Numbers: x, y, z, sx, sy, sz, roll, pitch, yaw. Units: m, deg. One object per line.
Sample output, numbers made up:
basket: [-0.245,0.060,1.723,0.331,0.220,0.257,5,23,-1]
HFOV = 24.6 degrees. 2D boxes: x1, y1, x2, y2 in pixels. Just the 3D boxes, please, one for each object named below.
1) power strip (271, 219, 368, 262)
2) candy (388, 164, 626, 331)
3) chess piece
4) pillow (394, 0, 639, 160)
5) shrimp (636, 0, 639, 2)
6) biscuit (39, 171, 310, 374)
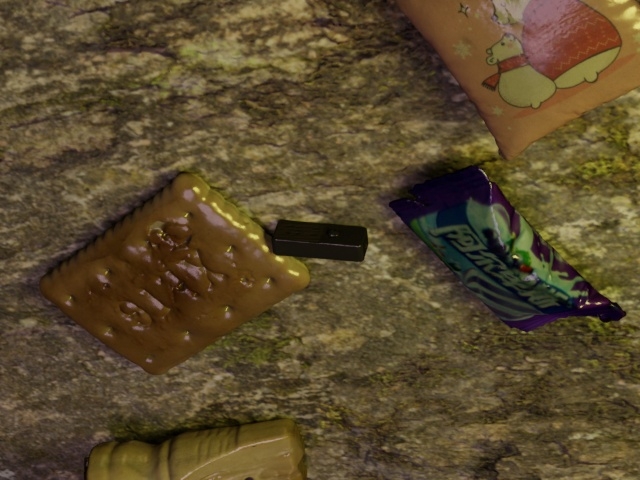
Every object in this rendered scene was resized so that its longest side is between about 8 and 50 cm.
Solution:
power strip: [0.000,0.000,1.708,0.111,0.038,0.029,4,133,11]
candy: [0.208,0.020,1.645,0.275,0.070,0.145,42,139,-25]
chess piece: [-0.164,0.314,2.026,0.300,0.137,0.137,-13,129,14]
pillow: [0.214,-0.204,1.402,0.236,0.084,0.223,-24,116,29]
shrimp: [0.388,-0.233,1.284,0.445,0.110,0.221,21,146,-19]
biscuit: [-0.185,0.053,1.815,0.217,0.044,0.325,42,131,-21]
